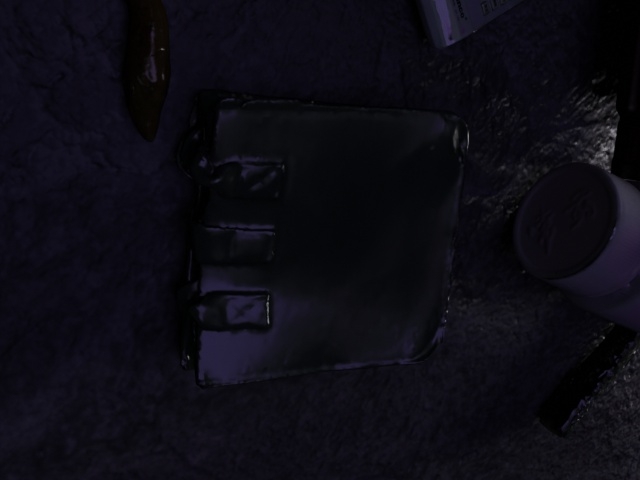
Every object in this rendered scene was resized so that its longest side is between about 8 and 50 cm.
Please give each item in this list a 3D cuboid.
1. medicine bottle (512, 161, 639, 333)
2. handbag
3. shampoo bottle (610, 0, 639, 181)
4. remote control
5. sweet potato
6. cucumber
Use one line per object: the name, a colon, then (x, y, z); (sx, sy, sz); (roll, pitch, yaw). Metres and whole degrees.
medicine bottle: (0.341, 0.017, 0.797); (0.254, 0.152, 0.152); (22, 95, -32)
handbag: (0.000, -0.001, 0.648); (0.260, 0.079, 0.248); (-1, 106, -28)
shampoo bottle: (0.360, -0.225, 0.757); (0.129, 0.084, 0.323); (-29, 123, -58)
remote control: (0.158, -0.244, 0.683); (0.166, 0.029, 0.065); (-35, 118, -20)
sweet potato: (-0.134, -0.151, 0.550); (0.041, 0.038, 0.153); (-26, 117, -45)
cucumber: (0.368, 0.141, 0.915); (0.257, 0.043, 0.044); (-49, 127, -7)
